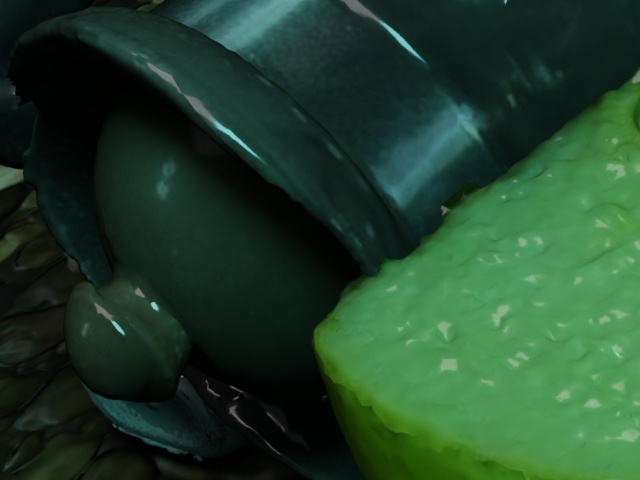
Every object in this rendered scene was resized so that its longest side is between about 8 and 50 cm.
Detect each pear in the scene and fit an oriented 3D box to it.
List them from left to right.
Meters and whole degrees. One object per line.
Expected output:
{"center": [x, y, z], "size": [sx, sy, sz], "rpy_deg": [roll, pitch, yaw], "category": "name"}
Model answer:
{"center": [0.177, 0.030, 0.411], "size": [0.292, 0.159, 0.292], "rpy_deg": [-19, 32, 13], "category": "pear"}

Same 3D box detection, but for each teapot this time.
{"center": [0.003, -0.069, 0.572], "size": [0.305, 0.223, 0.285], "rpy_deg": [41, 64, 16], "category": "teapot"}

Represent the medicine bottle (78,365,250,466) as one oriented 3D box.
{"center": [0.000, 0.000, 0.693], "size": [0.090, 0.053, 0.208], "rpy_deg": [11, 44, 42], "category": "medicine bottle"}
